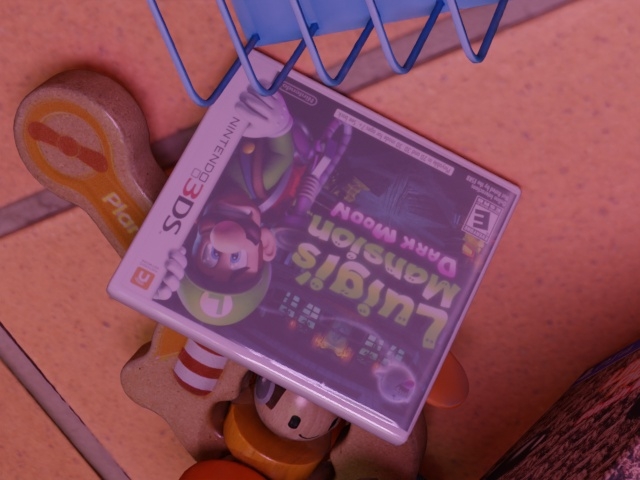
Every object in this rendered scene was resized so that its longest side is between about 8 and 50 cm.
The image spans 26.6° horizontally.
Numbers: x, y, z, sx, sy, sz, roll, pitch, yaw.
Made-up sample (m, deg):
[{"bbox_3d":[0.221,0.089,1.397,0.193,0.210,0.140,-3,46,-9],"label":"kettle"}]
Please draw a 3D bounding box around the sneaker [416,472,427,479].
[{"bbox_3d":[0.014,0.291,1.030,0.111,0.131,0.296,22,130,7],"label":"sneaker"}]

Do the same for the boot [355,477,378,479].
[{"bbox_3d":[0.004,0.288,0.896,0.269,0.089,0.236,-33,112,32],"label":"boot"}]

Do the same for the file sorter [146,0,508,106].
[{"bbox_3d":[0.002,-0.147,0.710,0.170,0.104,0.118,-6,123,26],"label":"file sorter"}]

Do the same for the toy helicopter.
[{"bbox_3d":[-0.056,0.037,0.860,0.235,0.140,0.355,-26,108,36],"label":"toy helicopter"}]

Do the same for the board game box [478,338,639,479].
[{"bbox_3d":[0.169,0.165,0.713,0.141,0.291,0.232,50,145,4],"label":"board game box"}]

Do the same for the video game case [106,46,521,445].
[{"bbox_3d":[0.000,0.000,0.788,0.190,0.173,0.022,28,161,-1],"label":"video game case"}]
